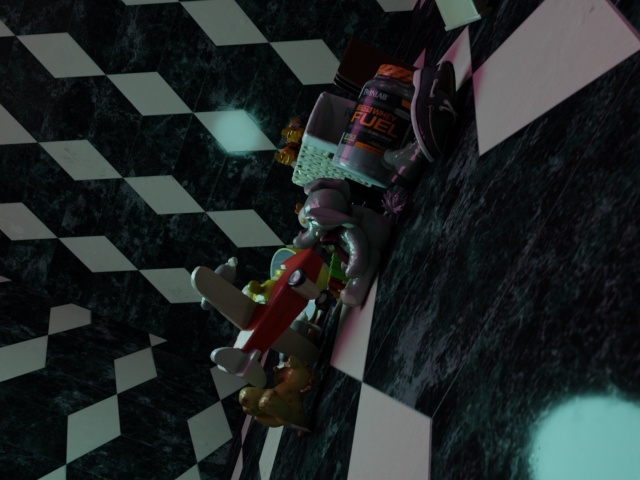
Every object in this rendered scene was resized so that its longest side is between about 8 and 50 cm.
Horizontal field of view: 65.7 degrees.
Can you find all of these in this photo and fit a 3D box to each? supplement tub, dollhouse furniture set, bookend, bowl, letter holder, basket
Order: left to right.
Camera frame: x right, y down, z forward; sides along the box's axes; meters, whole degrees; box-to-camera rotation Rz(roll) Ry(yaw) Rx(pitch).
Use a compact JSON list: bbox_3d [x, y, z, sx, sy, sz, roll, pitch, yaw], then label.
[{"bbox_3d":[-0.048,0.152,1.890,0.156,0.289,0.289,-16,-31,-36],"label":"bowl"},{"bbox_3d":[0.090,-0.361,1.982,0.266,0.328,0.331,112,176,-46],"label":"basket"},{"bbox_3d":[0.110,-0.084,1.479,0.072,0.157,0.156,-73,9,-51],"label":"bookend"},{"bbox_3d":[0.206,-0.609,1.935,0.152,0.302,0.214,123,168,-62],"label":"letter holder"},{"bbox_3d":[0.190,-0.350,1.534,0.207,0.207,0.338,-114,46,-83],"label":"supplement tub"},{"bbox_3d":[0.451,-0.710,1.226,0.303,0.198,0.286,-38,22,-15],"label":"dollhouse furniture set"}]

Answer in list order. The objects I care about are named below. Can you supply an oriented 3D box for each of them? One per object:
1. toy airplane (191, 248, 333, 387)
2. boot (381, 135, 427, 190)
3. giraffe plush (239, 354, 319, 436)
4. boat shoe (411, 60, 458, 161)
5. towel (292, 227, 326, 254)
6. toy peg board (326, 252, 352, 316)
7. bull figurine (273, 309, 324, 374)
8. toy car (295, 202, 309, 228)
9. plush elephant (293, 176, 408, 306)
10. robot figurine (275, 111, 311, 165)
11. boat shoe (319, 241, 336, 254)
[{"bbox_3d":[-0.172,0.222,1.443,0.272,0.385,0.386,32,127,57],"label":"toy airplane"},{"bbox_3d":[0.245,-0.240,1.316,0.161,0.083,0.246,-58,14,21],"label":"boot"},{"bbox_3d":[-0.090,0.407,1.339,0.181,0.210,0.170,81,-152,-50],"label":"giraffe plush"},{"bbox_3d":[0.269,-0.310,1.139,0.091,0.114,0.302,-17,51,29],"label":"boat shoe"},{"bbox_3d":[0.000,0.000,2.056,0.329,0.037,0.237,-27,-26,-42],"label":"towel"},{"bbox_3d":[0.050,0.129,1.605,0.161,0.079,0.160,-77,11,-64],"label":"toy peg board"},{"bbox_3d":[-0.077,0.372,1.738,0.310,0.101,0.188,118,175,-45],"label":"bull figurine"},{"bbox_3d":[-0.036,-0.081,2.242,0.210,0.238,0.219,-30,-25,-49],"label":"toy car"},{"bbox_3d":[0.048,-0.029,1.325,0.272,0.255,0.330,-78,12,-64],"label":"plush elephant"},{"bbox_3d":[-0.106,-0.421,2.035,0.291,0.085,0.211,-72,2,-65],"label":"robot figurine"},{"bbox_3d":[0.075,-0.040,1.858,0.324,0.116,0.123,120,171,-53],"label":"boat shoe"}]
